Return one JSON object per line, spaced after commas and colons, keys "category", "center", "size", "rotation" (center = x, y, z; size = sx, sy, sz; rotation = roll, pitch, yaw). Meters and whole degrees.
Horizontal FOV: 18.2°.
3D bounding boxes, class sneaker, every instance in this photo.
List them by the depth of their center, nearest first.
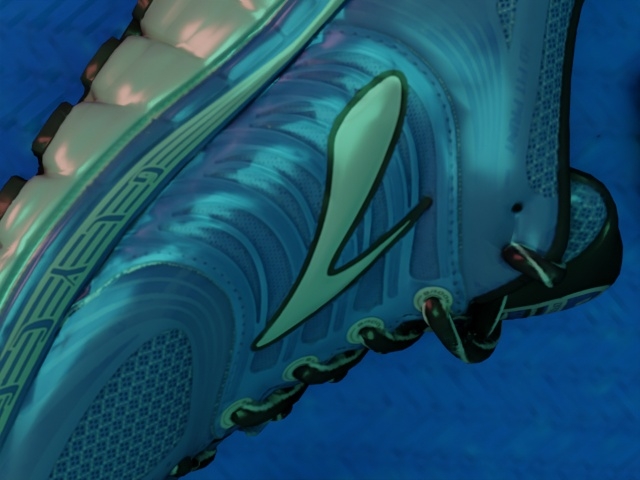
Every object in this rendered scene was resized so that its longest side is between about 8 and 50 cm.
{"category": "sneaker", "center": [0.000, 0.000, 0.523], "size": [0.147, 0.130, 0.330], "rotation": [33, 94, -2]}
